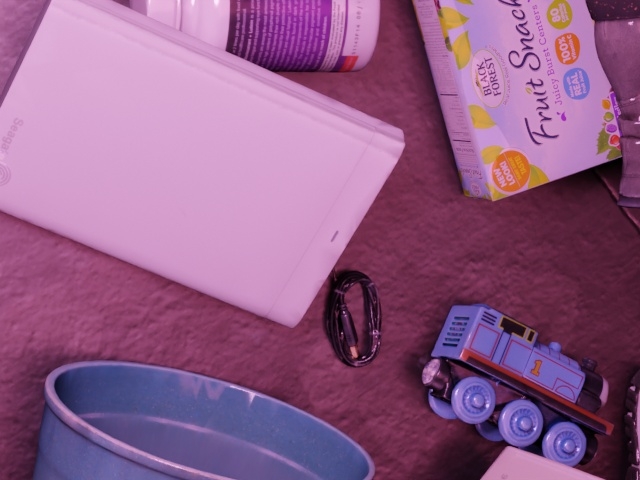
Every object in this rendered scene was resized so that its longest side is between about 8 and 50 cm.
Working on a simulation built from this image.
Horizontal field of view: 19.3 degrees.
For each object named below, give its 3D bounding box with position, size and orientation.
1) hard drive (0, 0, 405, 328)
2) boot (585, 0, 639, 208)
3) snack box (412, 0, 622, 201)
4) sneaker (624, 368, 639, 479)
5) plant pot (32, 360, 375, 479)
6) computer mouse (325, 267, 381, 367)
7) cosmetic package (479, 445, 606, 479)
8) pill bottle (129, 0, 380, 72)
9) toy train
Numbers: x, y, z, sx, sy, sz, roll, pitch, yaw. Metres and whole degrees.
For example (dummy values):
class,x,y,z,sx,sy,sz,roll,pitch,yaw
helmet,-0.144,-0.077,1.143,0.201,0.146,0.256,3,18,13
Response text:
class,x,y,z,sx,sy,sz,roll,pitch,yaw
hard drive,-0.114,-0.065,1.540,0.307,0.040,0.203,23,118,-16
boot,0.372,-0.153,1.666,0.338,0.118,0.223,-17,102,-27
snack box,0.187,-0.158,1.652,0.174,0.070,0.207,-18,100,-16
sneaker,0.332,0.222,1.729,0.094,0.081,0.208,4,94,-19
plant pot,-0.121,0.262,1.517,0.271,0.271,0.255,13,101,-17
computer mouse,0.000,0.000,1.629,0.071,0.041,0.242,-27,103,-13
cosmetic package,0.258,0.328,1.639,0.113,0.160,0.309,-51,121,-16
pill bottle,-0.056,-0.193,1.557,0.193,0.108,0.108,-1,96,-17
toy train,0.179,0.132,1.677,0.184,0.080,0.105,27,82,-17
